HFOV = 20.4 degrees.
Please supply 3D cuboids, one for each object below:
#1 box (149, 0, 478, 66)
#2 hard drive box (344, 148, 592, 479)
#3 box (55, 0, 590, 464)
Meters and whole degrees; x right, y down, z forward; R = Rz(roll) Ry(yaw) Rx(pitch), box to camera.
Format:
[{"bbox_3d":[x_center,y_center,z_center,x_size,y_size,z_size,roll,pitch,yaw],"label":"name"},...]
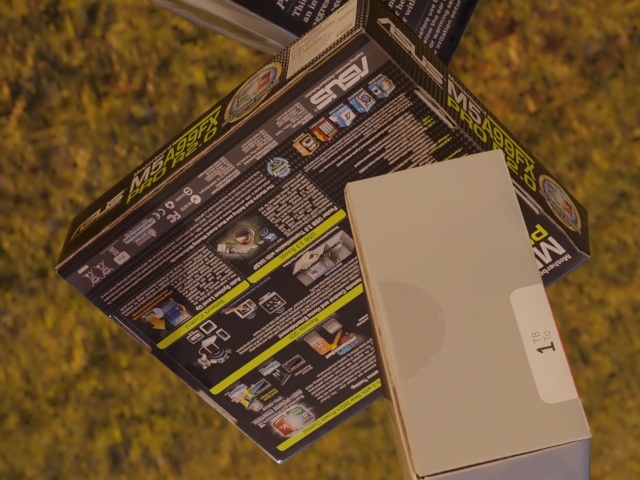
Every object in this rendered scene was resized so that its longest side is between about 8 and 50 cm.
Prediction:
[{"bbox_3d":[-0.073,-0.253,1.289,0.294,0.296,0.182,25,91,-38],"label":"box"},{"bbox_3d":[0.082,0.095,0.973,0.089,0.181,0.232,-13,146,0],"label":"hard drive box"},{"bbox_3d":[0.000,0.000,1.136,0.270,0.060,0.216,-37,115,25],"label":"box"}]
